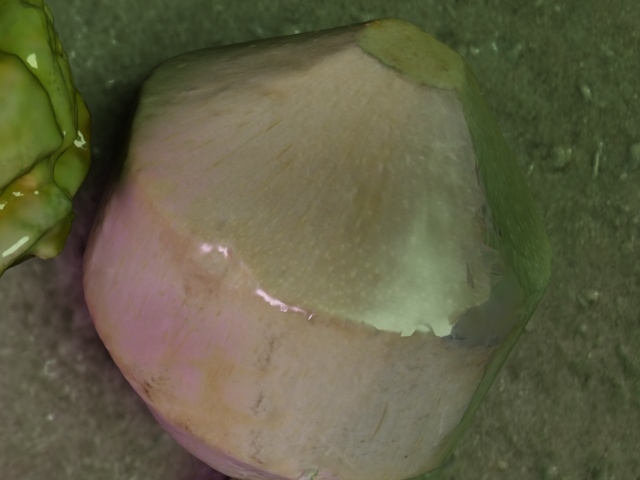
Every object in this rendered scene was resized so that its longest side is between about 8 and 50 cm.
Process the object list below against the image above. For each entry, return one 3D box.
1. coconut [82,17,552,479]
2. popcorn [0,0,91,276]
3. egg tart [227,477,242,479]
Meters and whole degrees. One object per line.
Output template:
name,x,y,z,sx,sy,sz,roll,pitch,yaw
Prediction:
coconut,0.000,0.000,0.734,0.352,0.352,0.353,-3,96,-34
popcorn,-0.260,-0.074,0.590,0.237,0.293,0.293,32,76,-25
egg tart,-0.031,0.267,0.861,0.252,0.098,0.232,-49,124,-16
